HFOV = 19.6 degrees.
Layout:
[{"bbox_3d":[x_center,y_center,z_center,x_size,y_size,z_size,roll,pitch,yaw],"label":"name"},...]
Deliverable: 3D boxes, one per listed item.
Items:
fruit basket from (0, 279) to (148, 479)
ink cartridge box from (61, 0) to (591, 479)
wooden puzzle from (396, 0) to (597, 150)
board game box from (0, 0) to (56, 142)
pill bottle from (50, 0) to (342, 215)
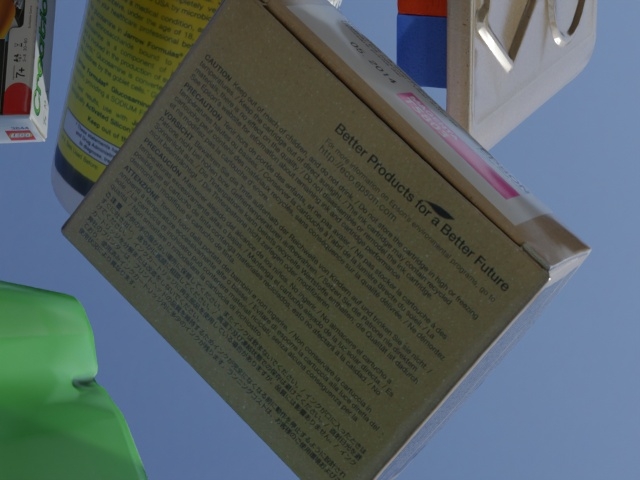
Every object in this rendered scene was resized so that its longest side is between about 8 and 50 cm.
[{"bbox_3d":[-0.262,0.181,0.621,0.392,0.392,0.283,-14,-103,-36],"label":"fruit basket"},{"bbox_3d":[0.000,0.000,1.032,0.234,0.193,0.088,45,-157,13],"label":"ink cartridge box"},{"bbox_3d":[0.120,-0.237,1.221,0.080,0.348,0.322,11,-159,20],"label":"wooden puzzle"},{"bbox_3d":[-0.280,-0.216,1.293,0.193,0.053,0.305,-1,-109,6],"label":"board game box"},{"bbox_3d":[-0.083,-0.168,1.404,0.188,0.334,0.188,13,-154,-6],"label":"pill bottle"}]
